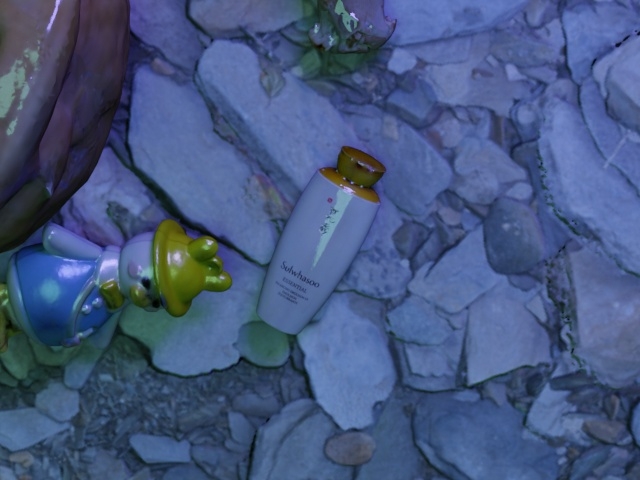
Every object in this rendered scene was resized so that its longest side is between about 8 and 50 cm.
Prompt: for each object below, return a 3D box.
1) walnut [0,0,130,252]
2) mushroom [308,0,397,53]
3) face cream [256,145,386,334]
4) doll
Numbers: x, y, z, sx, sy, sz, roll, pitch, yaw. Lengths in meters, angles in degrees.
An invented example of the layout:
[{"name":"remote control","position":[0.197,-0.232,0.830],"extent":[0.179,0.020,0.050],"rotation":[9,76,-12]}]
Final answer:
[{"name":"walnut","position":[-0.342,-0.165,1.714],"extent":[0.383,0.383,0.384],"rotation":[2,104,7]},{"name":"mushroom","position":[0.029,-0.275,1.762],"extent":[0.116,0.093,0.225],"rotation":[6,100,-15]},{"name":"face cream","position":[0.000,0.000,1.851],"extent":[0.072,0.051,0.182],"rotation":[30,105,4]},{"name":"doll","position":[-0.203,0.039,1.866],"extent":[0.241,0.099,0.135],"rotation":[-11,97,12]}]
